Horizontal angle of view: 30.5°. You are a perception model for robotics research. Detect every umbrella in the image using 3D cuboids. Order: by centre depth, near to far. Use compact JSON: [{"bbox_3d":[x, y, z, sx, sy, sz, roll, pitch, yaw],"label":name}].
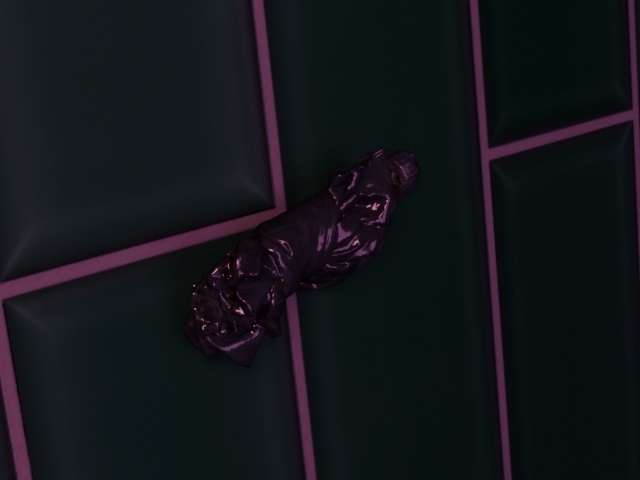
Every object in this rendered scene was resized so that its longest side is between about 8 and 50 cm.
[{"bbox_3d":[0.002,0.000,1.205,0.094,0.143,0.349,44,47,12],"label":"umbrella"}]
